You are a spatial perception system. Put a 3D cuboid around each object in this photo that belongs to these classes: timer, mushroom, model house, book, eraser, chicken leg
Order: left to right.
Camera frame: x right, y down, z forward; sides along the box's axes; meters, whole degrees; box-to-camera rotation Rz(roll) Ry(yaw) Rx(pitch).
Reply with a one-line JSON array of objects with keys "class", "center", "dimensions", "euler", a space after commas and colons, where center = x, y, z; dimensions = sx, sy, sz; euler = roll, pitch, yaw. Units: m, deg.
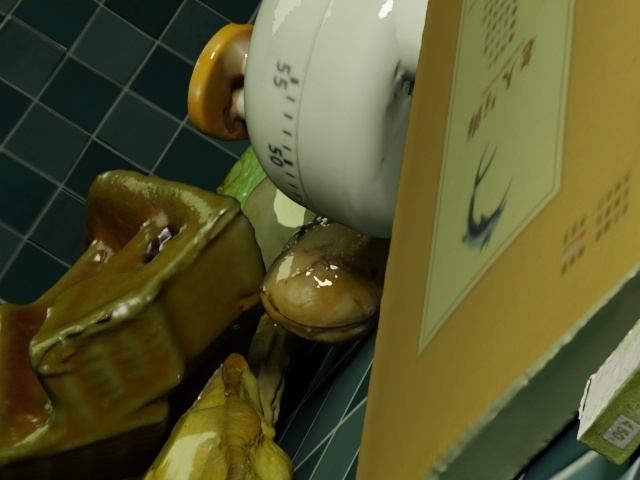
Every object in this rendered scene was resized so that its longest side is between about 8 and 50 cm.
[{"class": "model house", "center": [-0.171, 0.079, 1.432], "dimensions": [0.239, 0.173, 0.268], "euler": [-46, -13, -25]}, {"class": "mushroom", "center": [0.000, 0.000, 1.501], "dimensions": [0.148, 0.112, 0.148], "euler": [-21, 65, 55]}, {"class": "chicken leg", "center": [0.038, -0.008, 1.391], "dimensions": [0.207, 0.085, 0.101], "euler": [-50, -11, -24]}, {"class": "timer", "center": [0.068, -0.111, 1.241], "dimensions": [0.233, 0.240, 0.233], "euler": [-43, -34, -39]}, {"class": "book", "center": [0.089, -0.075, 0.818], "dimensions": [0.269, 0.032, 0.389], "euler": [126, 160, -50]}, {"class": "eraser", "center": [0.106, 0.026, 0.580], "dimensions": [0.083, 0.019, 0.038], "euler": [-55, 3, 35]}]

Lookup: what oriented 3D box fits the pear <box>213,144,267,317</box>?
[{"class": "pear", "center": [-0.052, 0.025, 1.811], "dimensions": [0.288, 0.139, 0.239], "euler": [-51, 9, 29]}]

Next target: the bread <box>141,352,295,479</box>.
[{"class": "bread", "center": [-0.079, 0.180, 1.310], "dimensions": [0.161, 0.088, 0.233], "euler": [-62, 5, 14]}]

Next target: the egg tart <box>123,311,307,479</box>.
[{"class": "egg tart", "center": [-0.127, 0.180, 1.628], "dimensions": [0.341, 0.129, 0.341], "euler": [-56, 4, 6]}]
